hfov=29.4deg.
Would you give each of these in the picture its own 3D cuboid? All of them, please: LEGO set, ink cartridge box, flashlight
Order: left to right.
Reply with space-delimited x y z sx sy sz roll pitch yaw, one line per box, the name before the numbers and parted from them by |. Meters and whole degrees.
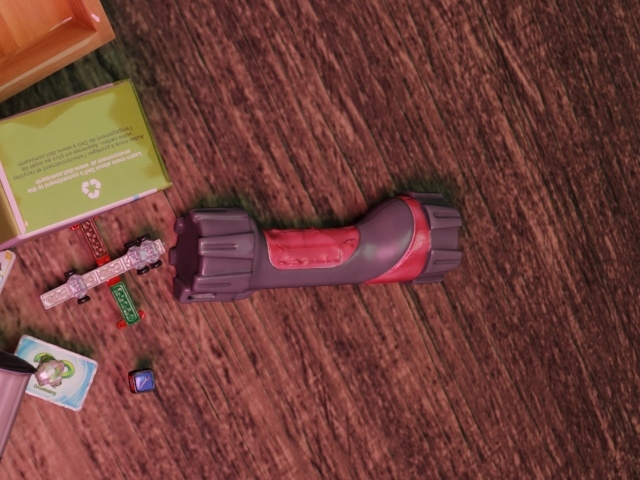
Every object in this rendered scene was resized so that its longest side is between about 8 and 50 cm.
ink cartridge box | -0.275 -0.036 1.000 0.255 0.189 0.097 -23 95 -22
LEGO set | -0.251 0.053 1.131 0.244 0.060 0.182 24 79 -19
flashlight | 0.000 0.000 1.247 0.304 0.103 0.103 0 66 -31

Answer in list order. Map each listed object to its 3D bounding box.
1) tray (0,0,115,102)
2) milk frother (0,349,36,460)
tray | -0.339 -0.295 0.950 0.203 0.076 0.411 -33 125 -17
milk frother | -0.329 0.144 1.012 0.143 0.129 0.135 20 90 -21
